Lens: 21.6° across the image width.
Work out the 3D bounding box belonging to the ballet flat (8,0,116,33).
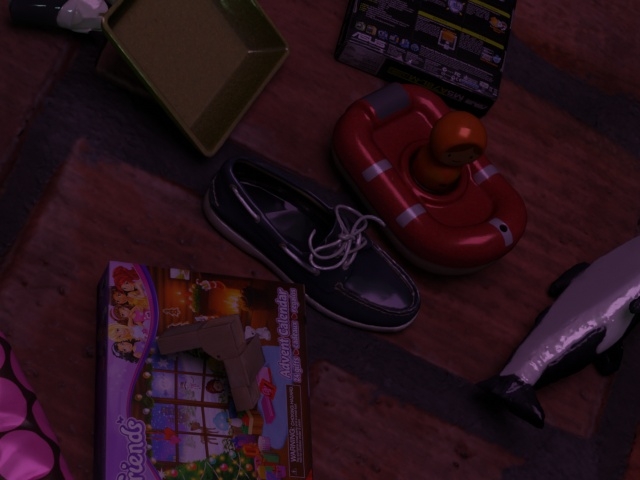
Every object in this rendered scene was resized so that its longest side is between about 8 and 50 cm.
[{"bbox_3d":[-0.228,-0.260,1.765,0.203,0.074,0.074,-26,75,-34],"label":"ballet flat"}]

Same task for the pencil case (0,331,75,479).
[{"bbox_3d":[-0.291,0.175,1.484,0.209,0.095,0.098,58,22,17],"label":"pencil case"}]

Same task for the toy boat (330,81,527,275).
[{"bbox_3d":[0.128,-0.080,1.765,0.151,0.151,0.231,-30,76,-32],"label":"toy boat"}]

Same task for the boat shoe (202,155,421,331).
[{"bbox_3d":[0.000,0.000,1.710,0.254,0.079,0.095,37,55,1],"label":"boat shoe"}]

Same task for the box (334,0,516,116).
[{"bbox_3d":[0.125,-0.253,1.929,0.191,0.045,0.184,20,54,-10],"label":"box"}]

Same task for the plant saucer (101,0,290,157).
[{"bbox_3d":[-0.138,-0.210,1.757,0.188,0.045,0.188,52,51,-24],"label":"plant saucer"}]

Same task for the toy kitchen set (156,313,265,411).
[{"bbox_3d":[-0.098,0.113,1.569,0.068,0.075,0.083,-51,127,-71],"label":"toy kitchen set"}]

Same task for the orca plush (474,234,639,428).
[{"bbox_3d":[0.297,0.108,1.764,0.287,0.151,0.102,-48,118,-38],"label":"orca plush"}]

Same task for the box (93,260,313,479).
[{"bbox_3d":[-0.110,0.169,1.581,0.201,0.057,0.293,7,60,-18],"label":"box"}]
